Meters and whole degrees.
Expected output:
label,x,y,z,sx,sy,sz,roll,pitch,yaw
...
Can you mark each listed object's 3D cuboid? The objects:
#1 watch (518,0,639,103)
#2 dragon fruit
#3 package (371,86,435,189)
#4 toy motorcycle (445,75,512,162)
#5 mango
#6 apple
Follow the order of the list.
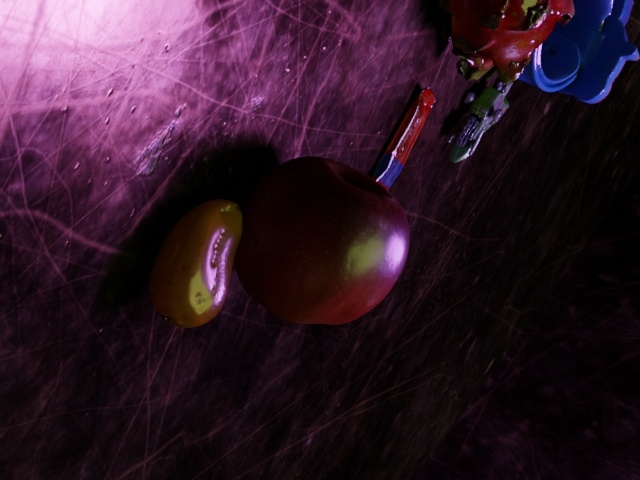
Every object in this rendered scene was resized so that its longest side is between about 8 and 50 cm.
label,x,y,z,sx,sy,sz,roll,pitch,yaw
watch,0.406,-0.403,2.038,0.274,0.241,0.305,13,103,-55
dragon fruit,0.249,-0.334,1.823,0.200,0.198,0.269,6,147,-33
package,0.128,-0.151,1.955,0.200,0.022,0.083,-60,160,0
toy motorcycle,0.291,-0.230,2.194,0.190,0.074,0.106,-52,167,-24
mango,-0.150,0.022,1.426,0.105,0.084,0.159,38,61,-55
apple,0.000,0.000,1.561,0.218,0.218,0.201,-16,130,-63
